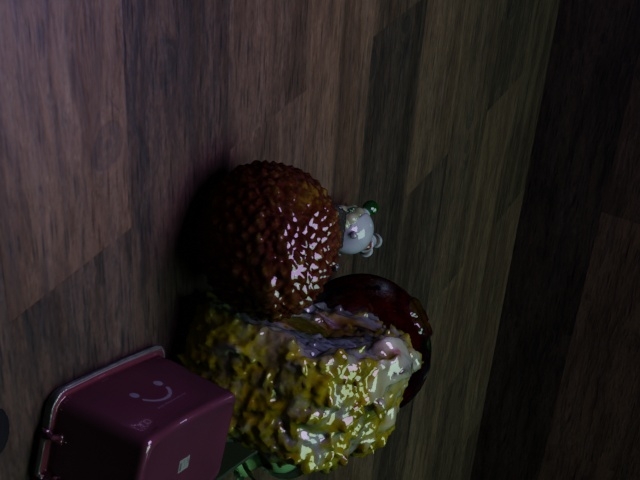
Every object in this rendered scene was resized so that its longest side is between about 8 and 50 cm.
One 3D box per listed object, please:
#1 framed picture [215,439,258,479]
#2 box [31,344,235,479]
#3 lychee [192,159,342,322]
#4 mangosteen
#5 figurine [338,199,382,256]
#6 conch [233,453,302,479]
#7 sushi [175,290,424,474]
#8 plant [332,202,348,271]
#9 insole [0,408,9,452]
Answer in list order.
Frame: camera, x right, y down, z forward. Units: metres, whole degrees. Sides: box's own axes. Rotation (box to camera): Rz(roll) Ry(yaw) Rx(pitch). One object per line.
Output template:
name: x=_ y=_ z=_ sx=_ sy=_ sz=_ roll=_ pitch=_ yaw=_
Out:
framed picture: x=-0.190 y=0.387 z=1.995 sx=0.197 sy=0.014 sz=0.252 roll=-37 pitch=162 yaw=11
box: x=-0.260 y=0.291 z=1.671 sx=0.294 sy=0.167 sz=0.193 roll=-22 pitch=130 yaw=-62
lychee: x=-0.077 y=0.005 z=1.752 sx=0.271 sy=0.236 sz=0.236 roll=-105 pitch=-167 yaw=-51
mangosteen: x=0.073 y=0.215 z=2.271 sx=0.311 sy=0.311 sz=0.311 roll=-50 pitch=151 yaw=-41
figurine: x=0.064 y=-0.017 z=2.285 sx=0.147 sy=0.093 sz=0.197 roll=-48 pitch=166 yaw=3
conch: x=-0.112 y=0.380 z=2.172 sx=0.250 sy=0.143 sz=0.137 roll=17 pitch=53 yaw=-56
sushi: x=-0.026 y=0.225 z=1.914 sx=0.396 sy=0.351 sz=0.240 roll=-5 pitch=113 yaw=-66
plant: x=0.000 y=0.000 z=2.137 sx=0.092 sy=0.094 sz=0.143 roll=37 pitch=69 yaw=-56
insole: x=-0.454 y=0.249 z=1.346 sx=0.253 sy=0.005 sz=0.086 roll=-8 pitch=102 yaw=-60
